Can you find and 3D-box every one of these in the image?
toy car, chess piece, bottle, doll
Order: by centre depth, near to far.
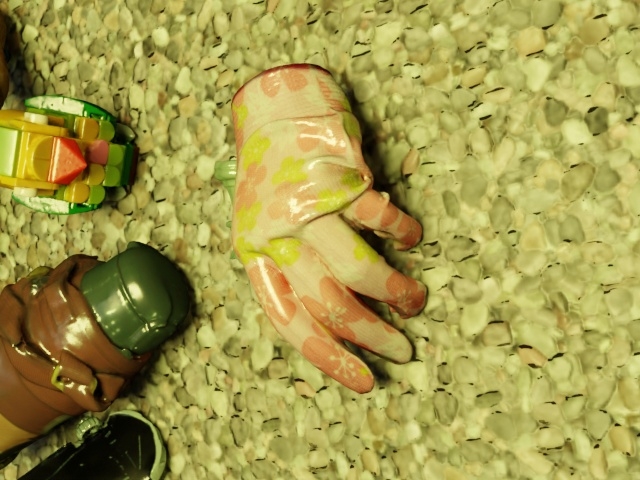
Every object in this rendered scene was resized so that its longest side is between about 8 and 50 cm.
[{"bbox_3d":[-0.068,-0.023,0.720,0.042,0.042,0.093,-2,96,30],"label":"chess piece"},{"bbox_3d":[-0.245,-0.078,0.750,0.134,0.186,0.106,12,96,1],"label":"doll"},{"bbox_3d":[-0.242,0.103,0.754,0.271,0.143,0.156,-32,62,15],"label":"bottle"},{"bbox_3d":[-0.232,0.240,0.762,0.204,0.056,0.095,-36,57,-17],"label":"toy car"}]

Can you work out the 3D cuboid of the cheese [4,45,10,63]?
[{"bbox_3d":[-0.397,-0.170,0.912,0.145,0.038,0.095,-35,66,13],"label":"cheese"}]

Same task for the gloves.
[{"bbox_3d":[-0.005,-0.002,0.638,0.145,0.126,0.241,-20,72,24],"label":"gloves"}]

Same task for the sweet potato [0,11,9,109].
[{"bbox_3d":[-0.335,-0.175,0.812,0.067,0.059,0.281,-41,46,12],"label":"sweet potato"}]
